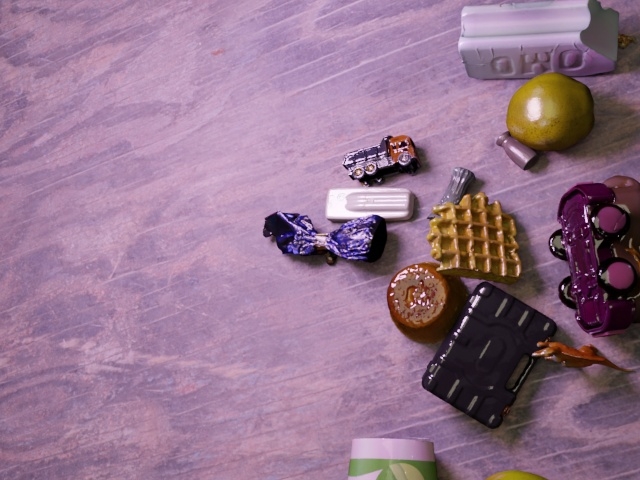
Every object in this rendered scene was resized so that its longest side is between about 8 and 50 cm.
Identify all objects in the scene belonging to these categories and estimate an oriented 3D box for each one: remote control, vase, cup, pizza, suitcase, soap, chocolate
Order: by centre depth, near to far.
[{"bbox_3d":[0.161,0.581,1.573,0.253,0.253,0.273,-4,69,19],"label":"cup"},{"bbox_3d":[0.381,0.259,1.611,0.206,0.066,0.285,30,90,3],"label":"suitcase"},{"bbox_3d":[0.515,-0.468,1.671,0.347,0.208,0.115,3,81,20],"label":"soap"},{"bbox_3d":[0.715,-0.477,1.703,0.083,0.016,0.037,2,86,19],"label":"pizza"},{"bbox_3d":[0.475,-0.219,1.717,0.053,0.053,0.100,-45,63,6],"label":"vase"},{"bbox_3d":[0.326,-0.105,1.736,0.081,0.081,0.148,23,83,23],"label":"vase"},{"bbox_3d":[-0.003,-0.002,1.813,0.343,0.126,0.148,3,124,24],"label":"chocolate"},{"bbox_3d":[0.123,-0.095,1.819,0.230,0.049,0.090,0,76,21],"label":"remote control"}]

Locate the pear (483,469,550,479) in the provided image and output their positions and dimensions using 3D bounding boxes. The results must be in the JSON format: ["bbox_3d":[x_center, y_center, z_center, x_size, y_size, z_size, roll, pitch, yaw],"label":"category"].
[{"bbox_3d":[0.394,0.582,1.503,0.220,0.187,0.187,-13,74,10],"label":"pear"}]

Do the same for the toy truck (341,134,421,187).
[{"bbox_3d":[0.155,-0.203,1.812,0.192,0.083,0.092,-14,69,18],"label":"toy truck"}]

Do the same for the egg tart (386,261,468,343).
[{"bbox_3d":[0.238,0.138,1.676,0.203,0.147,0.202,-5,77,21],"label":"egg tart"}]

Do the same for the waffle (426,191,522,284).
[{"bbox_3d":[0.351,-0.019,1.645,0.229,0.057,0.219,10,63,-14],"label":"waffle"}]

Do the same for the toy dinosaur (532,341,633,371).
[{"bbox_3d":[0.569,0.248,1.534,0.212,0.142,0.057,1,81,18],"label":"toy dinosaur"}]

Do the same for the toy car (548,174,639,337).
[{"bbox_3d":[0.650,0.029,1.513,0.241,0.271,0.340,-4,79,-2],"label":"toy car"}]

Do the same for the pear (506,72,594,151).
[{"bbox_3d":[0.532,-0.298,1.640,0.198,0.198,0.198,-4,77,19],"label":"pear"}]
